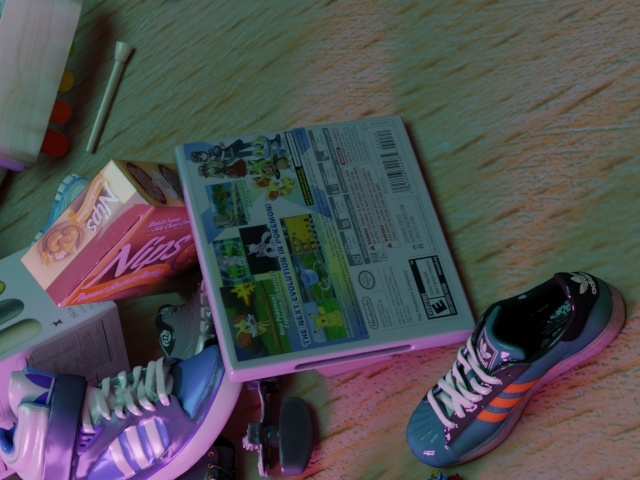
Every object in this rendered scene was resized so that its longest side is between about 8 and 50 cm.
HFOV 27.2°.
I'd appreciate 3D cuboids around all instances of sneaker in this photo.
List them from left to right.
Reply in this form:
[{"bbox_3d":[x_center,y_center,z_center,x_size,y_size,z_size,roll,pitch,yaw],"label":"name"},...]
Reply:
[{"bbox_3d":[-0.382,-0.008,2.022,0.082,0.071,0.191,15,83,35],"label":"sneaker"},{"bbox_3d":[-0.272,0.209,1.677,0.323,0.236,0.130,-47,25,24],"label":"sneaker"},{"bbox_3d":[-0.168,0.077,1.808,0.132,0.086,0.229,8,79,43],"label":"sneaker"},{"bbox_3d":[-0.129,0.333,1.677,0.222,0.083,0.118,38,100,42],"label":"sneaker"},{"bbox_3d":[0.193,0.136,1.471,0.302,0.121,0.108,-45,51,17],"label":"sneaker"}]

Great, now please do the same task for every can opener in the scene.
[{"bbox_3d":[-0.059,0.170,1.706,0.093,0.074,0.280,-4,69,1],"label":"can opener"}]

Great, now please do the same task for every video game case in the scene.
[{"bbox_3d":[0.000,0.000,1.607,0.299,0.036,0.329,-9,59,-13],"label":"video game case"}]

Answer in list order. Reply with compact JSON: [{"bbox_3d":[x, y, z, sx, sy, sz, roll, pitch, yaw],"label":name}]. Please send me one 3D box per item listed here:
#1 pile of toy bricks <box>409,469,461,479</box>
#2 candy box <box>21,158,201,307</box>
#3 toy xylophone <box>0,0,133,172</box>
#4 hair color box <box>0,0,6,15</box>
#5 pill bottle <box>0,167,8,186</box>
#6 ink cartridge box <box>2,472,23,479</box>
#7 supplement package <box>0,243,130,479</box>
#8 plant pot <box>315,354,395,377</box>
[{"bbox_3d":[0.075,0.354,1.511,0.212,0.118,0.105,-26,97,17],"label":"pile of toy bricks"},{"bbox_3d":[-0.227,-0.011,1.732,0.183,0.316,0.087,-46,75,16],"label":"candy box"},{"bbox_3d":[-0.443,-0.257,2.095,0.323,0.236,0.081,-66,17,-3],"label":"toy xylophone"},{"bbox_3d":[-0.626,-0.281,2.290,0.374,0.113,0.185,-27,59,29],"label":"hair color box"},{"bbox_3d":[-0.572,-0.123,2.193,0.103,0.103,0.184,26,90,41],"label":"pill bottle"},{"bbox_3d":[-0.554,0.342,1.991,0.278,0.117,0.201,-42,52,18],"label":"ink cartridge box"},{"bbox_3d":[-0.425,0.167,1.821,0.262,0.198,0.199,-27,44,-26],"label":"supplement package"},{"bbox_3d":[0.018,0.098,1.642,0.109,0.096,0.109,-21,61,32],"label":"plant pot"}]
